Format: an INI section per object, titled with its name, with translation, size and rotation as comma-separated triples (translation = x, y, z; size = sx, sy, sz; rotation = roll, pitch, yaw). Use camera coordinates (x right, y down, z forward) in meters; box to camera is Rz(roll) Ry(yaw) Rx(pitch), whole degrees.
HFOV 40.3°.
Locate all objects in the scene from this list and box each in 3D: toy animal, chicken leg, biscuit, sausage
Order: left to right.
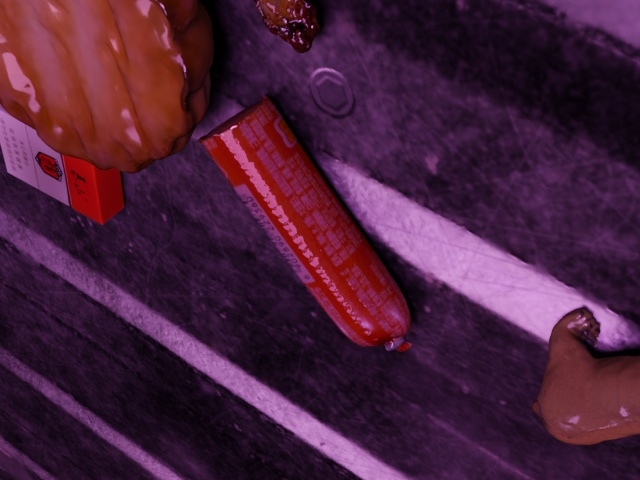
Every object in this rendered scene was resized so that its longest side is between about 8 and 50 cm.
[biscuit]
translation = -0.222, -0.210, 0.764
size = 0.325, 0.107, 0.326
rotation = 25, 142, 21
[chicken leg]
translation = -0.034, -0.207, 0.647
size = 0.062, 0.037, 0.145
rotation = 19, 137, 51
[sausage]
translation = 0.000, 0.000, 0.789
size = 0.074, 0.074, 0.274
rotation = -19, 111, 49
[toy animal]
translation = 0.244, 0.109, 0.650
size = 0.218, 0.101, 0.103
rotation = -19, 110, 49

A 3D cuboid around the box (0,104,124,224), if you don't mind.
[box]
translation = -0.295, -0.094, 0.984
size = 0.152, 0.048, 0.100
rotation = 29, 142, 22
